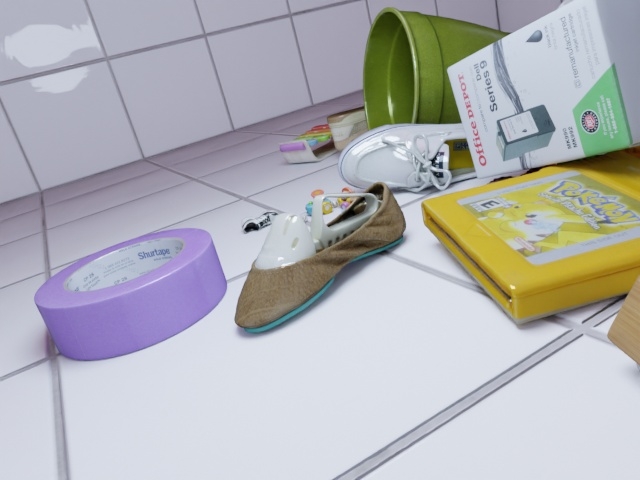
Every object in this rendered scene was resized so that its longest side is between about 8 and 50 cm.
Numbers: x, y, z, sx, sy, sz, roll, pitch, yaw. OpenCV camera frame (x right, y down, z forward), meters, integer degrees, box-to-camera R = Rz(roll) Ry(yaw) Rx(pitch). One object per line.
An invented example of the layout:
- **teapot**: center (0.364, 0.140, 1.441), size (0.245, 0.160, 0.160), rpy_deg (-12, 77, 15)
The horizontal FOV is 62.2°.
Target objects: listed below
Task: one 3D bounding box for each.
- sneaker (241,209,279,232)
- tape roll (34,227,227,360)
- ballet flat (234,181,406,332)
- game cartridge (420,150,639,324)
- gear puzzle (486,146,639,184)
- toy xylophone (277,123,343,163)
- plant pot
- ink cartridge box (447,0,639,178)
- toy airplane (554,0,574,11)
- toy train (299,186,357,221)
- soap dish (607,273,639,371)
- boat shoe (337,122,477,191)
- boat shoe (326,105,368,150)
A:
- **sneaker**: center (-0.125, -0.037, 1.112), size (0.083, 0.032, 0.037), rpy_deg (-19, 33, 2)
- **tape roll**: center (-0.293, 0.074, 0.842), size (0.275, 0.090, 0.275), rpy_deg (-12, 21, 5)
- **ballet flat**: center (0.000, 0.000, 0.777), size (0.342, 0.124, 0.116), rpy_deg (-29, 24, -33)
- **game cartridge**: center (0.329, -0.028, 0.684), size (0.324, 0.052, 0.285), rpy_deg (-17, 26, -4)
- **gear puzzle**: center (0.449, -0.121, 0.900), size (0.339, 0.044, 0.175), rpy_deg (-18, 20, -9)
- **toy xylophone**: center (0.031, -0.319, 1.673), size (0.236, 0.081, 0.323), rpy_deg (-2, 24, 31)
- **plant pot**: center (0.330, -0.394, 1.339), size (0.353, 0.366, 0.366), rpy_deg (-7, 18, -13)
- **ink cartridge box**: center (0.356, -0.224, 0.826), size (0.121, 0.211, 0.289), rpy_deg (-19, 5, -25)
- **toy airplane**: center (0.621, -0.354, 1.062), size (0.386, 0.272, 0.384), rpy_deg (-3, 55, -3)
- **toy train**: center (0.027, -0.075, 1.072), size (0.166, 0.046, 0.125), rpy_deg (-5, 22, 25)
- **soap dish**: center (0.366, 0.077, 0.322), size (0.229, 0.118, 0.291), rpy_deg (-15, 19, 0)
- **boat shoe**: center (0.221, -0.157, 1.060), size (0.367, 0.136, 0.156), rpy_deg (-6, 23, -3)
- **boat shoe**: center (0.172, -0.352, 1.578), size (0.341, 0.110, 0.121), rpy_deg (-21, 18, -25)
